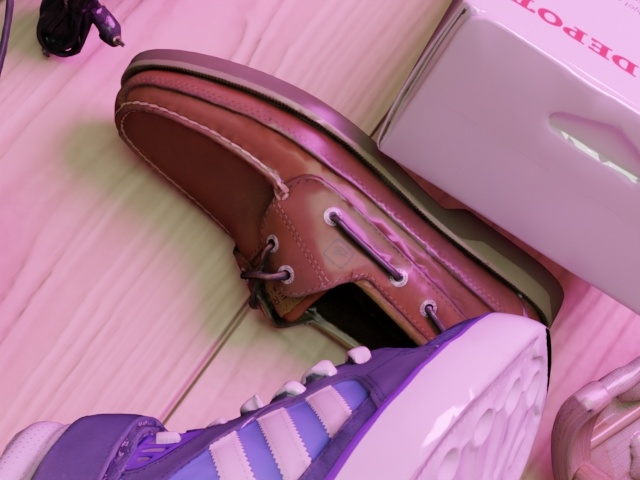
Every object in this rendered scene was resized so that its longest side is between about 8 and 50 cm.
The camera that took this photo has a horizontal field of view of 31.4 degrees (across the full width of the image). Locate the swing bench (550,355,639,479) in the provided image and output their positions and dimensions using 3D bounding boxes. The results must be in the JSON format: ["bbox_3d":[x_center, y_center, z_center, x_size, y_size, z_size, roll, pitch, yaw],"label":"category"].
[{"bbox_3d":[0.306,0.150,0.665,0.253,0.165,0.254,-28,55,-20],"label":"swing bench"}]

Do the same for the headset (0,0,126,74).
[{"bbox_3d":[-0.260,-0.050,0.585,0.394,0.185,0.243,-41,96,-25],"label":"headset"}]

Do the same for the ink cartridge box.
[{"bbox_3d":[0.180,-0.114,0.704,0.207,0.117,0.283,33,43,-1],"label":"ink cartridge box"}]

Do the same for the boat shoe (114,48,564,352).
[{"bbox_3d":[0.000,0.000,0.677,0.307,0.110,0.104,30,66,-2],"label":"boat shoe"}]

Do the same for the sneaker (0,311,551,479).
[{"bbox_3d":[-0.051,0.115,0.590,0.236,0.130,0.323,21,49,32],"label":"sneaker"}]
